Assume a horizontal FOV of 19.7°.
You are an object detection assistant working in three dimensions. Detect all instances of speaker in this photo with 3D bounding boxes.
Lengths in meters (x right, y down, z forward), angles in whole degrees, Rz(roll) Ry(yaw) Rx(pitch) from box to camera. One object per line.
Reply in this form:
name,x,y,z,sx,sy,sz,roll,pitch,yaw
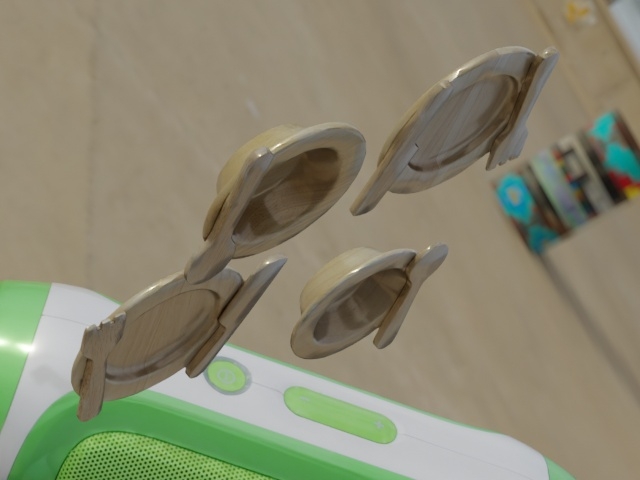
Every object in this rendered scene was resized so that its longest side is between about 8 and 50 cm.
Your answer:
speaker,-0.030,0.117,0.879,0.296,0.131,0.131,20,25,-8

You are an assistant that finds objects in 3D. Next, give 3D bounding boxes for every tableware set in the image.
tableware set,0.000,0.000,0.581,0.169,0.141,0.020,-16,60,-41
